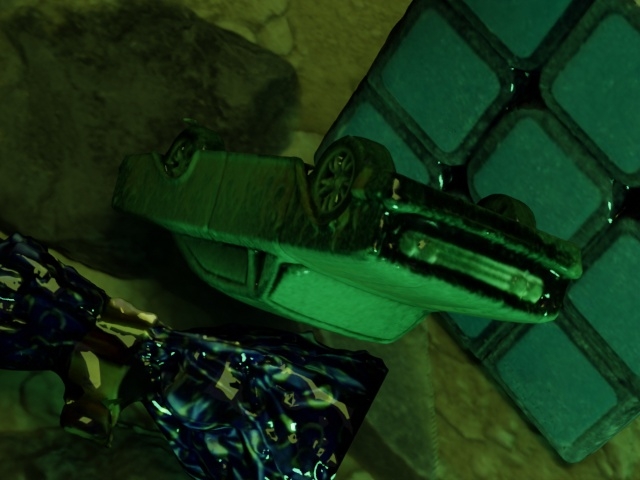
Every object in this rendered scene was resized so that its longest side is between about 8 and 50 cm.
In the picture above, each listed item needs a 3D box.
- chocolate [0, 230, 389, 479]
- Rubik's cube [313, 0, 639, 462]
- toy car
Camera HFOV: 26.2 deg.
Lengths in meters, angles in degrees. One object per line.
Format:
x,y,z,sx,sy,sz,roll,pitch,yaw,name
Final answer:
-0.131,0.058,0.775,0.343,0.126,0.148,26,29,-6,chocolate
0.235,-0.081,0.964,0.304,0.301,0.305,-26,69,-40,Rubik's cube
0.000,0.000,0.787,0.141,0.320,0.097,20,85,-30,toy car
